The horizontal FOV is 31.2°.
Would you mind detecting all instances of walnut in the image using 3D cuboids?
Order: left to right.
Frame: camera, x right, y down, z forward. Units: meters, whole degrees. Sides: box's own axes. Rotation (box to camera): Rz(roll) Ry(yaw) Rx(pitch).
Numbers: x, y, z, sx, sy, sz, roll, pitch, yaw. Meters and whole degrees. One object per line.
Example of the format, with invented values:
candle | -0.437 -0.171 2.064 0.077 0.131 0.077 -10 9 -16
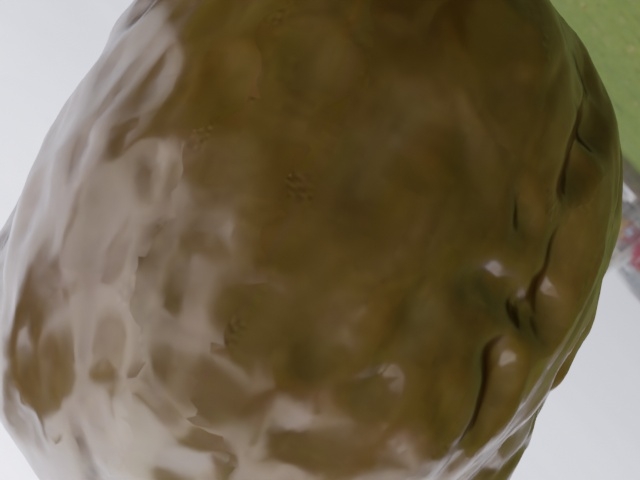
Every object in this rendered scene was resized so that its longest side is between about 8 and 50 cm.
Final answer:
walnut | 0.000 0.000 0.654 0.308 0.398 0.354 28 165 19
